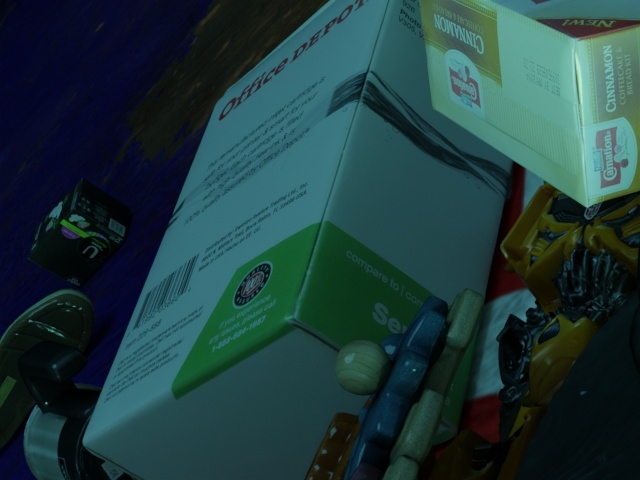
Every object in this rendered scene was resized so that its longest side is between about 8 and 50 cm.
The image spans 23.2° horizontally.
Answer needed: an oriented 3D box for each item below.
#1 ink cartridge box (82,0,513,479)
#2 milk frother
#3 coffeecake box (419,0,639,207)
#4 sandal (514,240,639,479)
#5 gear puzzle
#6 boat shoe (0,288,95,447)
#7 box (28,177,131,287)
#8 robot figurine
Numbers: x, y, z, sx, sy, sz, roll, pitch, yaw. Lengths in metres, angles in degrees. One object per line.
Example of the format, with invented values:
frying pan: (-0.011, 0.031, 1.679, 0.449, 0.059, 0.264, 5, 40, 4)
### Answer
ink cartridge box: (0.000, 0.000, 0.925, 0.211, 0.121, 0.289, -33, 30, 45)
milk frother: (-0.129, 0.115, 1.100, 0.143, 0.129, 0.135, -17, 6, -26)
coffeecake box: (0.153, -0.086, 0.632, 0.185, 0.068, 0.142, -16, 24, -15)
sandal: (0.203, -0.050, 0.478, 0.446, 0.107, 0.167, -44, 21, 0)
gear puzzle: (-0.015, 0.151, 0.688, 0.339, 0.044, 0.175, 112, -177, -55)
boat shoe: (-0.267, 0.107, 1.431, 0.190, 0.068, 0.072, -47, 11, 22)
box: (-0.236, -0.007, 1.527, 0.083, 0.062, 0.052, -42, 26, 30)
robot figurine: (0.110, 0.075, 0.630, 0.211, 0.085, 0.291, -17, 43, 57)
